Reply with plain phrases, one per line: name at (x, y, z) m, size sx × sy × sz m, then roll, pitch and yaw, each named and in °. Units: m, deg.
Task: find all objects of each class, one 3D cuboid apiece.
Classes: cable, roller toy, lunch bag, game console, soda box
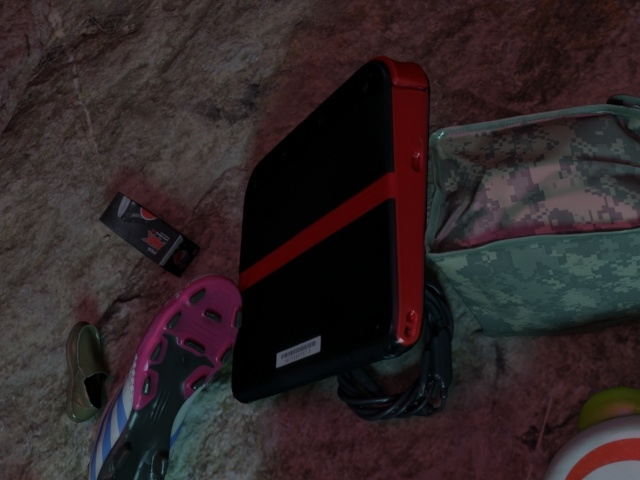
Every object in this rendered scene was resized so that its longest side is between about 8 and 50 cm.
cable at (0.086, 0.125, 0.898) m, size 0.151 × 0.047 × 0.184 m, roll -14°, pitch 63°, yaw 27°
roller toy at (0.299, 0.255, 0.653) m, size 0.191 × 0.146 × 0.209 m, roll 25°, pitch 90°, yaw 36°
lunch bag at (0.275, -0.017, 0.743) m, size 0.287 × 0.235 × 0.168 m, roll -7°, pitch 61°, yaw 25°
game console at (0.000, 0.000, 0.879) m, size 0.386 × 0.060 × 0.341 m, roll -33°, pitch 50°, yaw 54°
soda box at (-0.265, -0.011, 1.140) m, size 0.169 × 0.053 × 0.060 m, roll 30°, pitch 83°, yaw 35°

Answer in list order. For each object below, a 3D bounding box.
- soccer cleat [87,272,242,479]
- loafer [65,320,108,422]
soccer cleat at (-0.217, 0.186, 0.968) m, size 0.143 × 0.116 × 0.331 m, roll 16°, pitch 79°, yaw 59°
loafer at (-0.336, 0.189, 1.082) m, size 0.050 × 0.056 × 0.147 m, roll -13°, pitch 71°, yaw 21°
